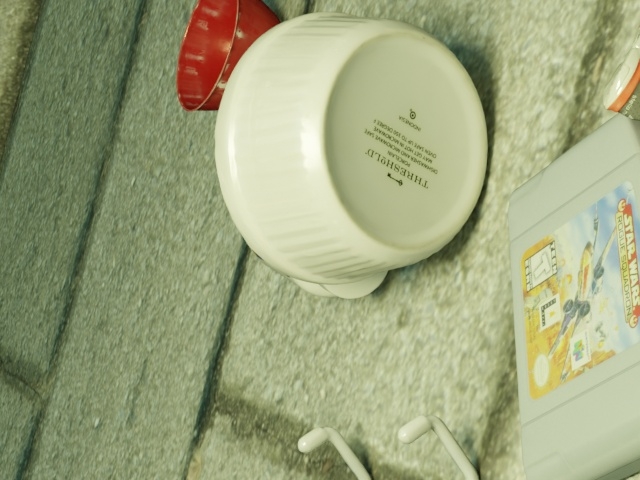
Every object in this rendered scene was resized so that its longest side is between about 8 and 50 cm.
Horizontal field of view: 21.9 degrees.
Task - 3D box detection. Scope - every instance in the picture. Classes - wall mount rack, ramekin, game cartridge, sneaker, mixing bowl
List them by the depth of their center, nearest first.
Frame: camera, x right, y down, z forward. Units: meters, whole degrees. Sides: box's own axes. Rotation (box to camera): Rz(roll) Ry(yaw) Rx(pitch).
[{"bbox_3d":[0.291,-0.160,1.354,0.158,0.065,0.061,-59,-2,-10],"label":"sneaker"},{"bbox_3d":[0.234,0.047,1.357,0.198,0.062,0.297,135,141,-53],"label":"game cartridge"},{"bbox_3d":[-0.023,0.289,1.519,0.304,0.130,0.350,-41,11,-28],"label":"wall mount rack"},{"bbox_3d":[0.043,-0.092,1.588,0.127,0.273,0.273,-3,75,51],"label":"ramekin"},{"bbox_3d":[-0.106,-0.244,2.138,0.181,0.098,0.181,-38,46,51],"label":"mixing bowl"}]

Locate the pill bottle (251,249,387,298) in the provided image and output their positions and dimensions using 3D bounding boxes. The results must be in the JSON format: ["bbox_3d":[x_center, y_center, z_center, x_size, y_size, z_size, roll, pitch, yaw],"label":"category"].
[{"bbox_3d":[0.000,0.000,1.783,0.186,0.112,0.112,30,104,63],"label":"pill bottle"}]
